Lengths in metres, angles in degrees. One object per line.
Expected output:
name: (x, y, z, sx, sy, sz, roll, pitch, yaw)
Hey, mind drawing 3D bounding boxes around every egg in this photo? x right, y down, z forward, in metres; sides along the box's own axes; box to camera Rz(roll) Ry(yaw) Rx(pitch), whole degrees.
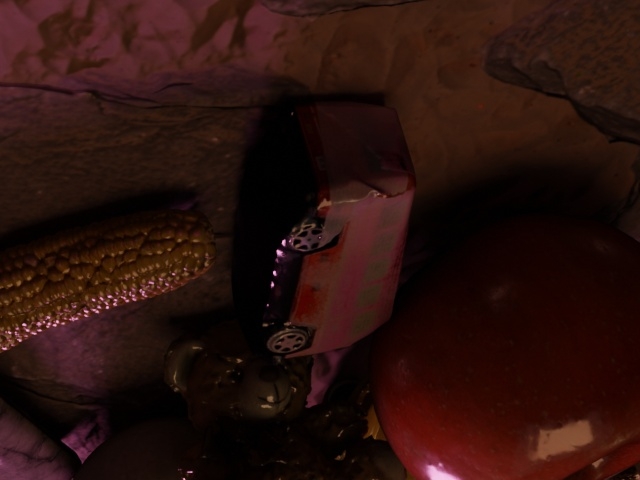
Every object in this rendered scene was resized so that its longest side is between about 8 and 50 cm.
egg: (-0.189, 0.355, 1.621, 0.258, 0.258, 0.352, 2, 139, -20)

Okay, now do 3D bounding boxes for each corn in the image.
corn: (-0.239, 0.037, 1.304, 0.292, 0.101, 0.101, -17, 144, 6)

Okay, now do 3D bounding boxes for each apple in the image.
apple: (0.223, 0.135, 1.410, 0.348, 0.277, 0.348, -25, 152, -14)

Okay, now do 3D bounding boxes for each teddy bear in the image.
teddy bear: (-0.059, 0.203, 1.466, 0.267, 0.256, 0.156, -7, 166, -32)

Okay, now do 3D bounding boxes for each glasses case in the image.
glasses case: (-0.376, 0.220, 1.512, 0.114, 0.060, 0.299, -20, 151, 4)

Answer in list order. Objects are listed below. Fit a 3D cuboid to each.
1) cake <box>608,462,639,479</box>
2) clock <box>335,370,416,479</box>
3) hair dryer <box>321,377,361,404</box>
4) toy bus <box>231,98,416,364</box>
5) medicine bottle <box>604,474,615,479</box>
cake: (0.421, 0.302, 1.857, 0.147, 0.135, 0.134, -5, 143, -20)
clock: (0.107, 0.225, 1.610, 0.237, 0.057, 0.237, -27, 132, -34)
hair dryer: (-0.014, 0.314, 1.659, 0.078, 0.248, 0.195, 28, 142, 10)
toy bus: (0.000, 0.000, 1.309, 0.147, 0.127, 0.302, -8, 144, -14)
medicine bottle: (0.368, 0.213, 1.698, 0.151, 0.151, 0.322, 23, 131, -40)
